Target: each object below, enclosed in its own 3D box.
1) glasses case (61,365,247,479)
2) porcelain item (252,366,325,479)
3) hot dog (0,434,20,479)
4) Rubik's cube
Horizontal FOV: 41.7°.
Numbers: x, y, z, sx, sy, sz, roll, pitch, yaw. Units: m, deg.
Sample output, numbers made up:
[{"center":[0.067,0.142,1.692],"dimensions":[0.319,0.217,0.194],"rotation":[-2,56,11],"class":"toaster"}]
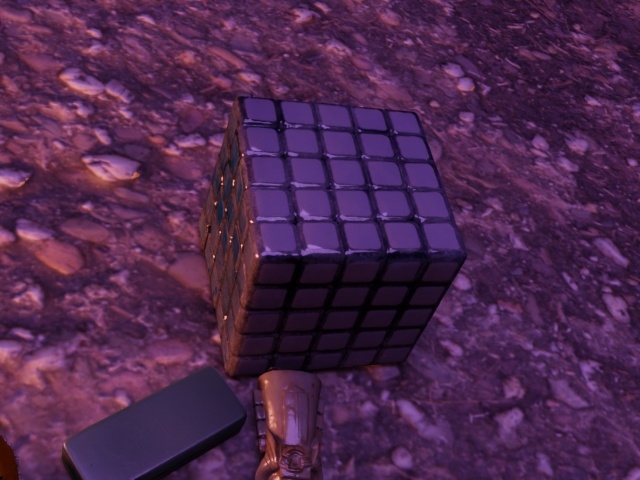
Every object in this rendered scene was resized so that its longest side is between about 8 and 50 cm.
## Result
[{"center":[-0.171,0.205,0.882],"dimensions":[0.184,0.039,0.078],"rotation":[-25,62,-33],"class":"glasses case"},{"center":[-0.033,0.241,0.891],"dimensions":[0.084,0.054,0.213],"rotation":[7,51,-11],"class":"porcelain item"},{"center":[-0.331,0.261,0.771],"dimensions":[0.108,0.059,0.191],"rotation":[-3,55,-16],"class":"hot dog"},{"center":[0.000,0.000,0.982],"dimensions":[0.238,0.237,0.237],"rotation":[0,53,-18],"class":"Rubik's cube"}]
